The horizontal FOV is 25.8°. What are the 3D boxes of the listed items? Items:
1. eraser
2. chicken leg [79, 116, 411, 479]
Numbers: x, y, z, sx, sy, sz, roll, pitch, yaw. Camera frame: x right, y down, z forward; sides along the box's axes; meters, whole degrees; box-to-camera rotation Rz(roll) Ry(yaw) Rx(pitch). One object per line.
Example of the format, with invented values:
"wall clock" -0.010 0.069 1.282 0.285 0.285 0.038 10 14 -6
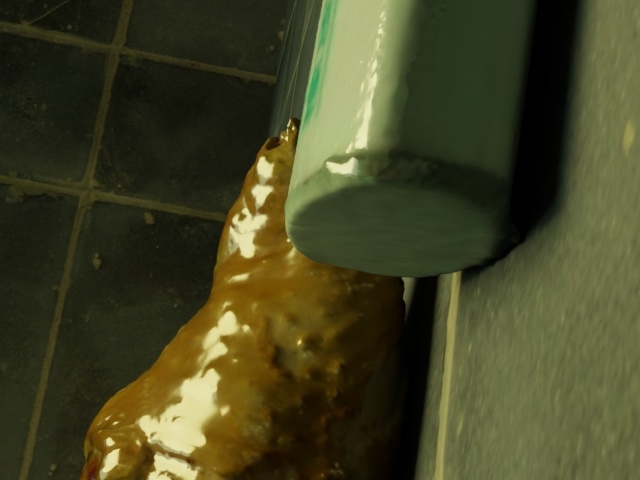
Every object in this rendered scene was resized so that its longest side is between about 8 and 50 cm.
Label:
"eraser" 0.056 -0.136 0.678 0.189 0.104 0.290 105 174 -75
"chicken leg" -0.015 0.049 0.872 0.295 0.182 0.410 3 -78 -79
